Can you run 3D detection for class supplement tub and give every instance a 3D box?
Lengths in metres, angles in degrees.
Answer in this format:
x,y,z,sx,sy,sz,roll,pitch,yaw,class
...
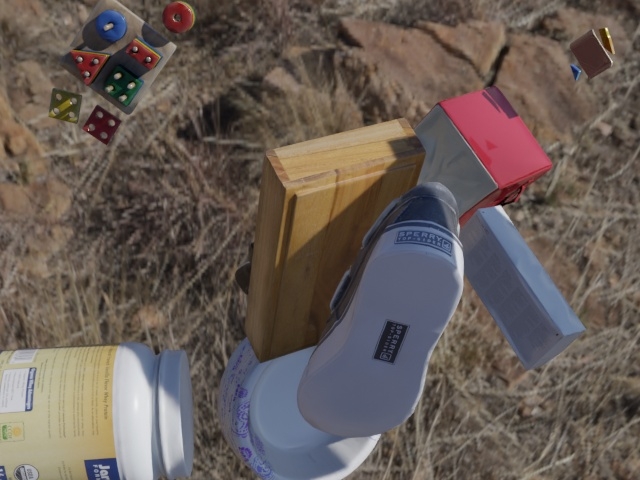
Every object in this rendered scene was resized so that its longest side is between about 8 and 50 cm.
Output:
x,y,z,sx,sy,sz,roll,pitch,yaw,class
-0.358,0.271,1.485,0.316,0.228,0.228,-4,58,-2,supplement tub

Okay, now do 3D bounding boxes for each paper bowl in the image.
x,y,z,sx,sy,sz,roll,pitch,yaw,class
-0.038,0.265,1.658,0.284,0.284,0.148,-29,22,-21,paper bowl

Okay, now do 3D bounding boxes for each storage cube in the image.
x,y,z,sx,sy,sz,roll,pitch,yaw,class
0.260,-0.142,1.774,0.193,0.183,0.215,-23,75,-46,storage cube

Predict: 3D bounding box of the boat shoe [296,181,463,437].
x,y,z,sx,sy,sz,roll,pitch,yaw,class
0.054,0.070,0.887,0.108,0.301,0.102,16,46,-1,boat shoe

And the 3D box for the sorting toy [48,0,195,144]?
x,y,z,sx,sy,sz,roll,pitch,yaw,class
-0.314,-0.269,1.476,0.132,0.274,0.046,37,18,-8,sorting toy

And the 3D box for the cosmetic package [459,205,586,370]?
x,y,z,sx,sy,sz,roll,pitch,yaw,class
0.296,0.070,1.501,0.060,0.099,0.239,-10,59,-35,cosmetic package

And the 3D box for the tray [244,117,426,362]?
x,y,z,sx,sy,sz,roll,pitch,yaw,class
0.009,0.015,1.404,0.202,0.411,0.076,-16,57,-20,tray

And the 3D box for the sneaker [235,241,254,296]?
x,y,z,sx,sy,sz,roll,pitch,yaw,class
-0.001,-0.001,1.865,0.257,0.447,0.169,-42,96,-20,sneaker

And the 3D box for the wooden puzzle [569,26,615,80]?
x,y,z,sx,sy,sz,roll,pitch,yaw,class
0.469,-0.322,1.697,0.014,0.116,0.079,-28,95,-25,wooden puzzle
